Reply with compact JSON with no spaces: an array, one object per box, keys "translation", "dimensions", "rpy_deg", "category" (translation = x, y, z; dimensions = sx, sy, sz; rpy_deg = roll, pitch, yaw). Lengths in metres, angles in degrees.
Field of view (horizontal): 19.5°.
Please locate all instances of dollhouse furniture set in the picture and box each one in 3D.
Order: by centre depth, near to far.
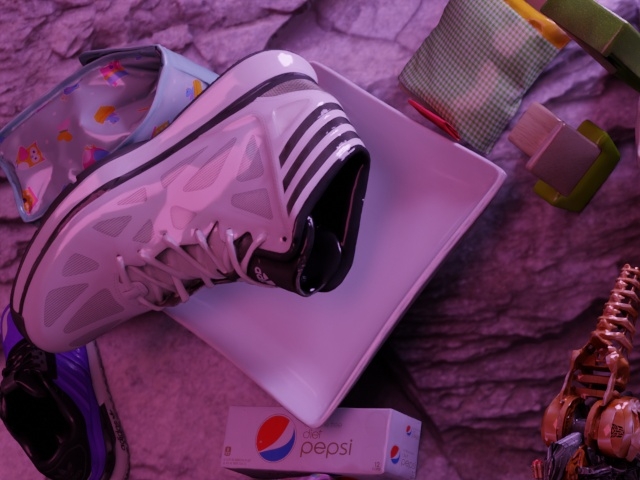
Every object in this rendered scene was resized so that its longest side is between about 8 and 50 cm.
[{"translation":[0.196,-0.196,1.986],"dimensions":[0.301,0.151,0.197],"rpy_deg":[42,99,37],"category":"dollhouse furniture set"}]

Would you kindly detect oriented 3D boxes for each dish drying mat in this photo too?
[{"translation":[0.126,-0.134,2.046],"dimensions":[0.008,0.032,0.083],"rpy_deg":[-49,34,1],"category":"dish drying mat"}]

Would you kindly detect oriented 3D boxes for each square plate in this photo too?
[{"translation":[0.000,0.000,2.086],"dimensions":[0.347,0.049,0.344],"rpy_deg":[34,87,42],"category":"square plate"}]

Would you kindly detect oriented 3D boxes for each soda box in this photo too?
[{"translation":[-0.001,0.223,2.028],"dimensions":[0.216,0.069,0.073],"rpy_deg":[-2,72,33],"category":"soda box"}]

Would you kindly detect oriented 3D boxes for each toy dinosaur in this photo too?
[{"translation":[0.278,0.196,1.750],"dimensions":[0.164,0.218,0.322],"rpy_deg":[30,96,37],"category":"toy dinosaur"}]

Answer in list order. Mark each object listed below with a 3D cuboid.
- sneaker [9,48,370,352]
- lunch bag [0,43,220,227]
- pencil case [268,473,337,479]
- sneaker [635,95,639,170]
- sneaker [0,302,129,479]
[{"translation":[-0.135,0.006,2.030],"dimensions":[0.447,0.169,0.257],"rpy_deg":[-42,47,4],"category":"sneaker"},{"translation":[-0.218,-0.117,2.195],"dimensions":[0.262,0.223,0.160],"rpy_deg":[-41,59,15],"category":"lunch bag"},{"translation":[-0.098,0.329,2.021],"dimensions":[0.284,0.124,0.124],"rpy_deg":[-14,67,30],"category":"pencil case"},{"translation":[0.369,-0.055,1.845],"dimensions":[0.103,0.111,0.252],"rpy_deg":[-32,59,22],"category":"sneaker"},{"translation":[-0.334,0.170,2.223],"dimensions":[0.102,0.146,0.293],"rpy_deg":[-41,56,16],"category":"sneaker"}]
